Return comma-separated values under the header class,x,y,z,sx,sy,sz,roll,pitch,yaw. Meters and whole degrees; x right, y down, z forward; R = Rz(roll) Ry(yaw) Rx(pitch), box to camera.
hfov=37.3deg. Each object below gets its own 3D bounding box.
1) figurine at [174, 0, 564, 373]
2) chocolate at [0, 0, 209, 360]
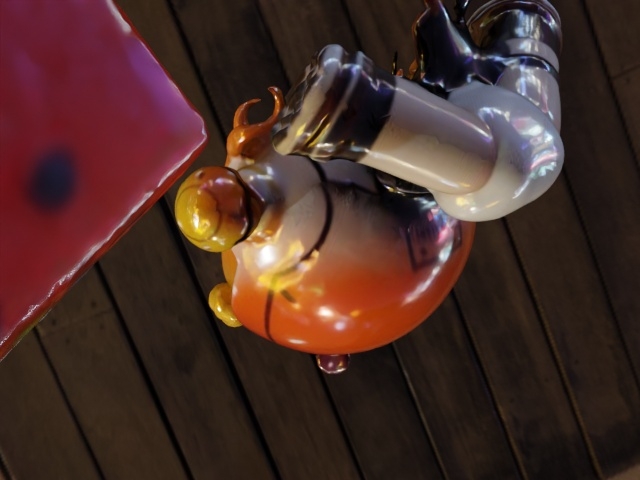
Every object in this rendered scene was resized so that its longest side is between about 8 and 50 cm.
class,x,y,z,sx,sy,sz,roll,pitch,yaw
figurine,0.034,-0.030,0.715,0.320,0.323,0.196,-24,75,-36
chocolate,-0.259,-0.059,0.372,0.360,0.161,0.341,53,56,-21
